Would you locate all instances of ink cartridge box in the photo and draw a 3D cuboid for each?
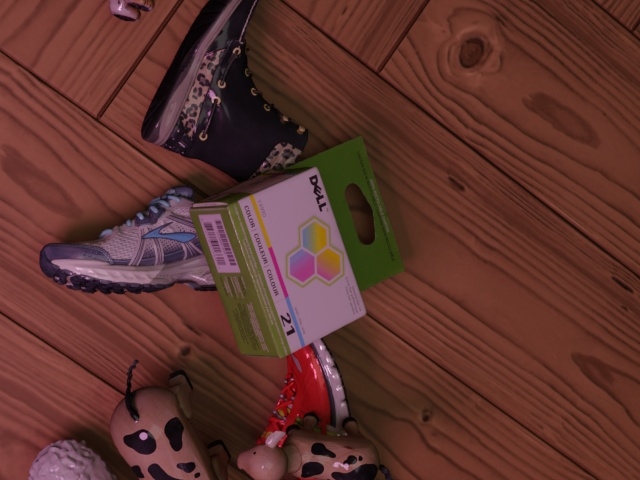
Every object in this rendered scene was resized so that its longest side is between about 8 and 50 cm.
[{"bbox_3d":[0.000,0.000,1.850,0.255,0.097,0.188,-26,103,-30],"label":"ink cartridge box"}]

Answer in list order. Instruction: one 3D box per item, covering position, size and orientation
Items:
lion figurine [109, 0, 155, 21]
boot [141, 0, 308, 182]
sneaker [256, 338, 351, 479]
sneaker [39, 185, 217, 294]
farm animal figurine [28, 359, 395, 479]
[{"bbox_3d":[-0.270,-0.390,1.791,0.392,0.142,0.240,14,83,-13],"label":"lion figurine"},{"bbox_3d":[-0.086,-0.183,1.893,0.179,0.085,0.236,31,85,-21],"label":"boot"},{"bbox_3d":[-0.023,0.218,1.933,0.118,0.107,0.279,-14,96,-6],"label":"sneaker"},{"bbox_3d":[-0.193,0.000,1.874,0.283,0.110,0.122,-1,83,-24],"label":"sneaker"},{"bbox_3d":[-0.122,0.281,1.818,0.330,0.172,0.327,-43,102,10],"label":"farm animal figurine"}]
